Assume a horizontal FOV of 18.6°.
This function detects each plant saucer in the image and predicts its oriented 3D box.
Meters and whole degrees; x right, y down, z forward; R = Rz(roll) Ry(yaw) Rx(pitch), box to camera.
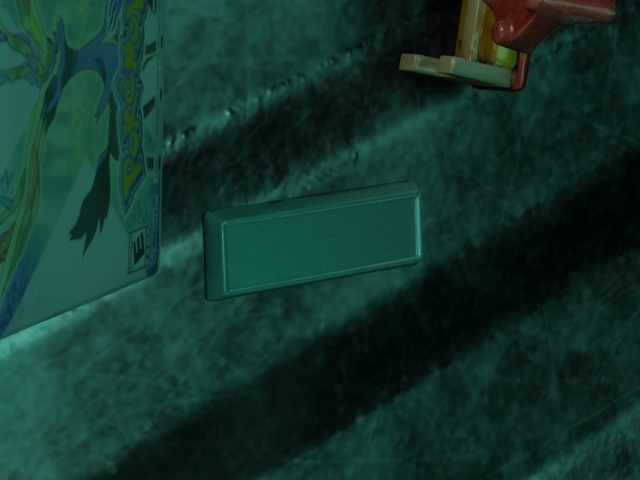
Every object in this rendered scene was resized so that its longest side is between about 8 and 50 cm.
[{"bbox_3d":[0.000,0.000,1.443,0.192,0.018,0.067,-10,104,-35],"label":"plant saucer"}]

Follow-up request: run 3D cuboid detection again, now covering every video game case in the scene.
[{"bbox_3d":[-0.156,-0.120,1.189,0.300,0.036,0.329,-26,120,-73],"label":"video game case"}]

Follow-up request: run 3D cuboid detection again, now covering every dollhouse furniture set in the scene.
[{"bbox_3d":[0.195,-0.290,1.407,0.152,0.201,0.374,7,93,-28],"label":"dollhouse furniture set"}]
